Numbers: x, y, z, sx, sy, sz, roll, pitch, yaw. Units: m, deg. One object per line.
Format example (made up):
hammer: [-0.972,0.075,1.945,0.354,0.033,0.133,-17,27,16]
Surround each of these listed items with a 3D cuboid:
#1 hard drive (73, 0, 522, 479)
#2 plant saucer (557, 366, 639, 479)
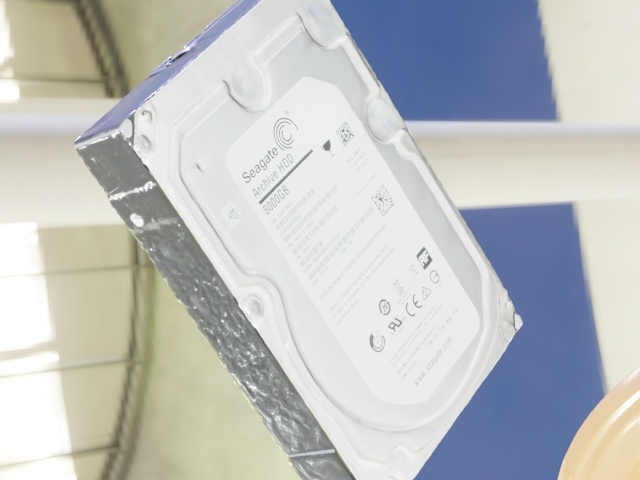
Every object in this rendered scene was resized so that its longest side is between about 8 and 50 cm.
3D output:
hard drive: [0.000,0.000,1.174,0.064,0.237,0.339,-16,-67,45]
plant saucer: [0.239,0.145,0.980,0.200,0.200,0.037,-68,-153,22]
